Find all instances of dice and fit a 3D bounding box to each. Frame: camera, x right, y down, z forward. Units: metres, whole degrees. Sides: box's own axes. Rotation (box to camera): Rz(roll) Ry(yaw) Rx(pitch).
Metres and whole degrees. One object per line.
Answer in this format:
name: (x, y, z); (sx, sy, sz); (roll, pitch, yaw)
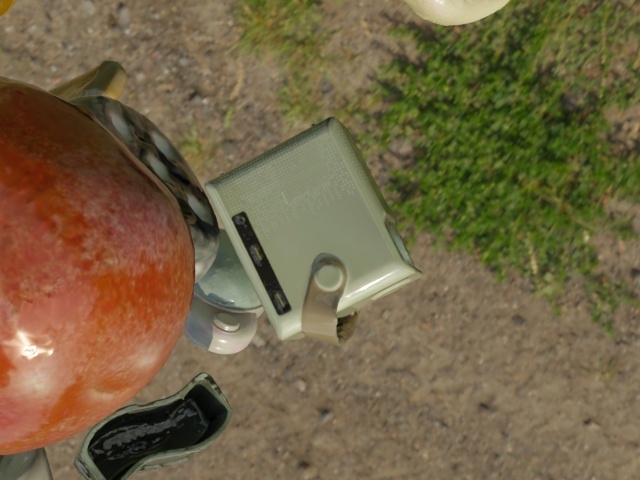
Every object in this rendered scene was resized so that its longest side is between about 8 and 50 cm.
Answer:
dice: (-0.221, -0.020, 1.139); (0.182, 0.183, 0.181); (-34, 69, 14)

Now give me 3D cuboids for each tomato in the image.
tomato: (-0.189, 0.020, 0.673); (0.232, 0.188, 0.232); (21, 146, 15)

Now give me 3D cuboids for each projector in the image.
projector: (0.000, 0.000, 1.357); (0.177, 0.163, 0.242); (-27, 81, 8)

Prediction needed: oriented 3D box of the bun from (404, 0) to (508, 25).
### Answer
bun: (0.136, -0.351, 1.248); (0.210, 0.237, 0.116); (35, 163, -28)

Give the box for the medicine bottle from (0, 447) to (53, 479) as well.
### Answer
medicine bottle: (-0.402, 0.342, 1.484); (0.135, 0.135, 0.215); (18, 134, 22)

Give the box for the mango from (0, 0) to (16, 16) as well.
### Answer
mango: (-0.443, -0.354, 1.405); (0.176, 0.139, 0.254); (31, 165, -9)

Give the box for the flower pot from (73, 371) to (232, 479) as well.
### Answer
flower pot: (-0.247, 0.289, 1.708); (0.103, 0.229, 0.108); (62, 154, 11)

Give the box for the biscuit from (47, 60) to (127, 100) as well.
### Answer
biscuit: (-0.436, -0.159, 1.838); (0.291, 0.236, 0.062); (-16, 131, 37)

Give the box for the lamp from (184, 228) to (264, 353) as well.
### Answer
lamp: (-0.156, 0.069, 1.870); (0.180, 0.246, 0.108); (14, 136, -17)
